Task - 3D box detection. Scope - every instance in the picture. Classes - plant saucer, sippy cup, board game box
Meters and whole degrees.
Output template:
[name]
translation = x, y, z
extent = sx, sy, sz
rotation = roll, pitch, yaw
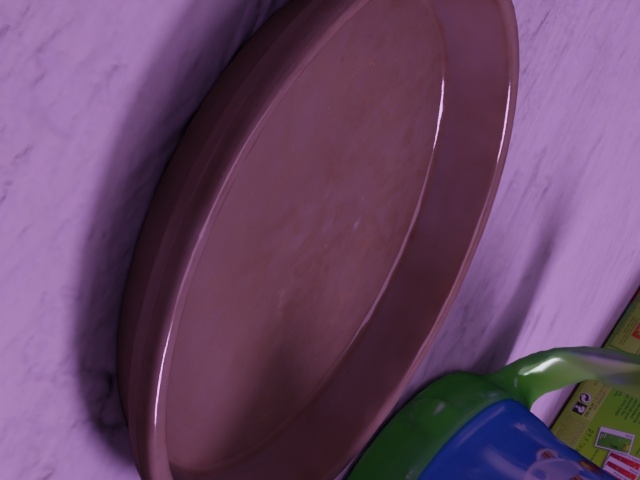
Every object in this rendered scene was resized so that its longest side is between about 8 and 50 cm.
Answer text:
[plant saucer]
translation = 0.000, 0.000, 0.817
extent = 0.278, 0.041, 0.278
rotation = -44, 148, -37
[sippy cup]
translation = 0.127, 0.223, 1.060
extent = 0.240, 0.224, 0.306
rotation = -10, 123, -60
[board game box]
translation = 0.223, 0.122, 1.309
extent = 0.181, 0.092, 0.043
rotation = -54, 155, -22
